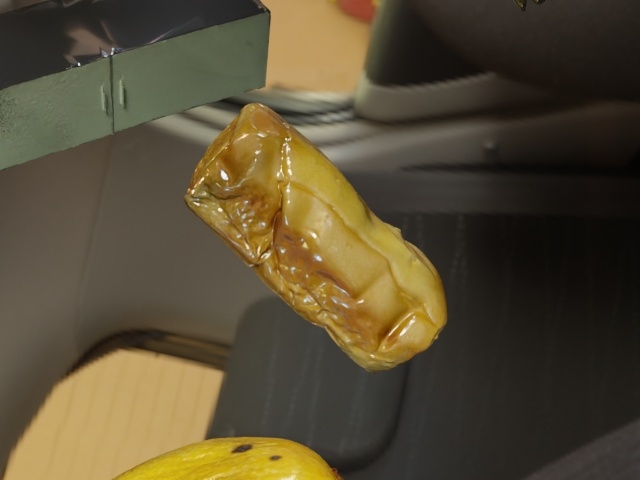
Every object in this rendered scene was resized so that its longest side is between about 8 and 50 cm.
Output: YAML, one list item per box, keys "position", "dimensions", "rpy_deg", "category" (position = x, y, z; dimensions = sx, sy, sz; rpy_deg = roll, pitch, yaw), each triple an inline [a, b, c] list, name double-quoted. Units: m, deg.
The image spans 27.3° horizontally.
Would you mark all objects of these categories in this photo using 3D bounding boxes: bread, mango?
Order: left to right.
- position: [-0.104, 0.215, 0.901]
  dimensions: [0.157, 0.262, 0.109]
  rpy_deg: [-108, -5, -52]
  category: "mango"
- position: [0.000, 0.000, 1.338]
  dimensions: [0.132, 0.294, 0.167]
  rpy_deg: [-46, 12, 4]
  category: "bread"

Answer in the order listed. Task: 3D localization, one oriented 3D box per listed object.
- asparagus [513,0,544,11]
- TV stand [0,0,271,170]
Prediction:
- position: [0.038, -0.283, 0.706]
  dimensions: [0.382, 0.128, 0.108]
  rpy_deg: [54, 152, 21]
  category: "asparagus"
- position: [-0.176, -0.133, 1.003]
  dimensions: [0.088, 0.269, 0.083]
  rpy_deg: [52, 152, 33]
  category: "TV stand"
